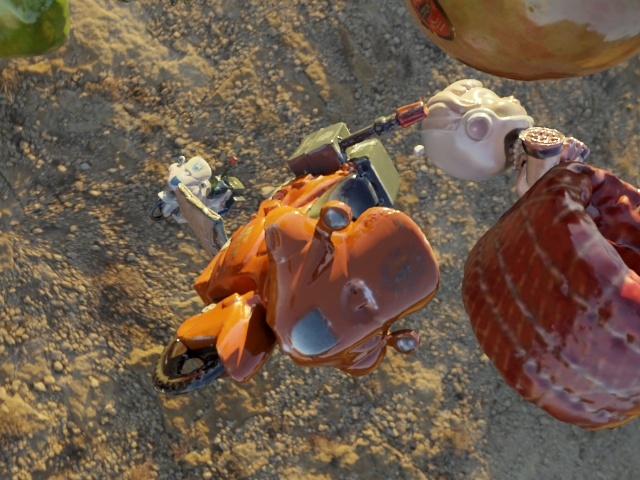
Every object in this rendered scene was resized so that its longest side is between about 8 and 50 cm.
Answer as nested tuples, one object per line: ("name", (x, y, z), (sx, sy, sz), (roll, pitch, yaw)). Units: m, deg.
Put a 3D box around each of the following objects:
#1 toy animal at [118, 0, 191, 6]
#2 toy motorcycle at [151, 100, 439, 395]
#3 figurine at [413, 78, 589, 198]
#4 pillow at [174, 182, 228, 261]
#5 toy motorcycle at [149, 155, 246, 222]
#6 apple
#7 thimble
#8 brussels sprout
("toy animal", (-0.239, -0.439, 0.870), (0.101, 0.103, 0.218), (26, 81, -12))
("toy motorcycle", (0.000, 0.000, 0.479), (0.147, 0.221, 0.325), (60, 32, -23))
("figurine", (0.379, -0.212, 1.216), (0.211, 0.361, 0.253), (-57, 148, 9))
("pillow", (-0.183, 0.004, 0.961), (0.043, 0.126, 0.232), (-37, 147, -14))
("toy motorcycle", (-0.237, -0.097, 1.120), (0.221, 0.102, 0.150), (-8, 139, -57))
("apple", (0.320, -0.408, 0.770), (0.347, 0.391, 0.391), (31, 76, -20))
("thimble", (0.393, 0.073, 0.786), (0.351, 0.230, 0.350), (19, 42, -18))
("brussels sprout", (-0.459, -0.361, 0.785), (0.223, 0.223, 0.161), (43, 65, -24))
